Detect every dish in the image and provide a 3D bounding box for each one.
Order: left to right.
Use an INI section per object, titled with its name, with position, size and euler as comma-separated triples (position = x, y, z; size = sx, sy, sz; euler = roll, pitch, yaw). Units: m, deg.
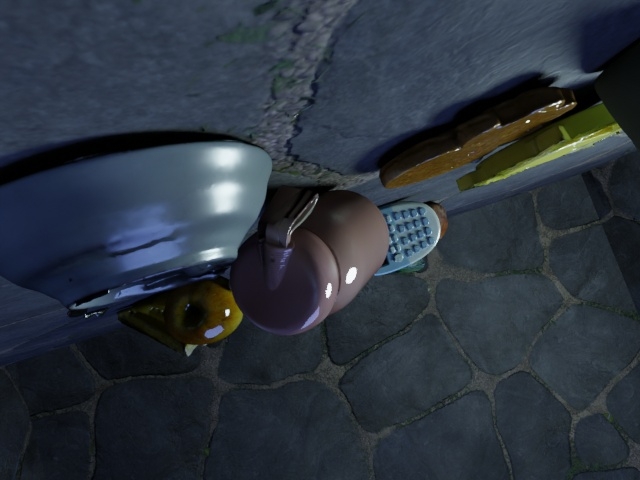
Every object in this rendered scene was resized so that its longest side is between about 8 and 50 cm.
[dish]
position = -0.183, 0.005, 0.456
size = 0.317, 0.106, 0.316
euler = -19, 175, -2

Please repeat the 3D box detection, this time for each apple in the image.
[apple]
position = -0.352, 0.212, 1.339
size = 0.237, 0.236, 0.207
euler = -19, 177, 5

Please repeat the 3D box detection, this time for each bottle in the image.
[bottle]
position = -0.010, 0.009, 0.644
size = 0.173, 0.206, 0.297
euler = 15, -161, 19

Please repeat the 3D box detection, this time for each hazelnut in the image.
[hazelnut]
position = 0.378, -0.069, 1.514
size = 0.143, 0.143, 0.154
euler = -22, 158, 26

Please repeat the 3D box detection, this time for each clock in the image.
[clock]
position = 0.406, -0.181, 0.761
size = 0.294, 0.071, 0.277
euler = -17, 174, -29

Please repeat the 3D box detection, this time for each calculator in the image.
[calculator]
position = 0.183, -0.004, 1.206
size = 0.303, 0.188, 0.042
euler = -19, -165, 5

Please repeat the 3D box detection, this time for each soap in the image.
[soap]
position = -0.544, 0.202, 1.548
size = 0.339, 0.304, 0.169
euler = 21, -164, 18

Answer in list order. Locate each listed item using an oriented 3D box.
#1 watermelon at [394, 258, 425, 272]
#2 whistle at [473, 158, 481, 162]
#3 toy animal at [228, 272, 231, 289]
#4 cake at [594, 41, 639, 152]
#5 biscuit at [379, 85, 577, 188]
[watermelon]
position = 0.183, -0.004, 1.347
size = 0.262, 0.201, 0.213
euler = 8, 178, 3
[whistle]
position = 0.248, -0.146, 0.779
size = 0.100, 0.035, 0.035
euler = -19, 175, 15
[toy animal]
position = -0.181, 0.110, 1.262
size = 0.179, 0.127, 0.193
euler = -15, -171, -22
[cake]
position = 0.472, -0.129, 0.540
size = 0.158, 0.283, 0.172
euler = -18, -169, -9
[biscuit]
position = 0.211, -0.144, 0.635
size = 0.202, 0.044, 0.289
euler = -15, 172, -38
